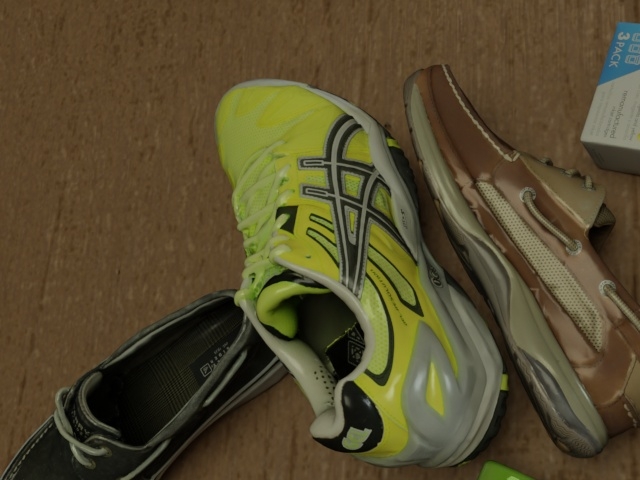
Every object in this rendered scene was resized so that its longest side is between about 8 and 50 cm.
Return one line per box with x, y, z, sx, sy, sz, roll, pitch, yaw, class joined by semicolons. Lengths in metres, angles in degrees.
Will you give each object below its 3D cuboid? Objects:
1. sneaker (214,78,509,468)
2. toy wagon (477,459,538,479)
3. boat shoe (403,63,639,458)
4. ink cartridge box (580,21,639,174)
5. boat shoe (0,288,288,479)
0.000;0.000;0.778;0.145;0.147;0.385;-53;51;27;sneaker
0.111;0.295;0.703;0.344;0.068;0.267;20;81;28;toy wagon
0.163;-0.002;0.758;0.116;0.123;0.324;-26;71;5;boat shoe
0.301;-0.097;0.745;0.181;0.061;0.104;13;79;31;ink cartridge box
-0.170;0.144;0.842;0.335;0.119;0.121;-42;62;5;boat shoe
